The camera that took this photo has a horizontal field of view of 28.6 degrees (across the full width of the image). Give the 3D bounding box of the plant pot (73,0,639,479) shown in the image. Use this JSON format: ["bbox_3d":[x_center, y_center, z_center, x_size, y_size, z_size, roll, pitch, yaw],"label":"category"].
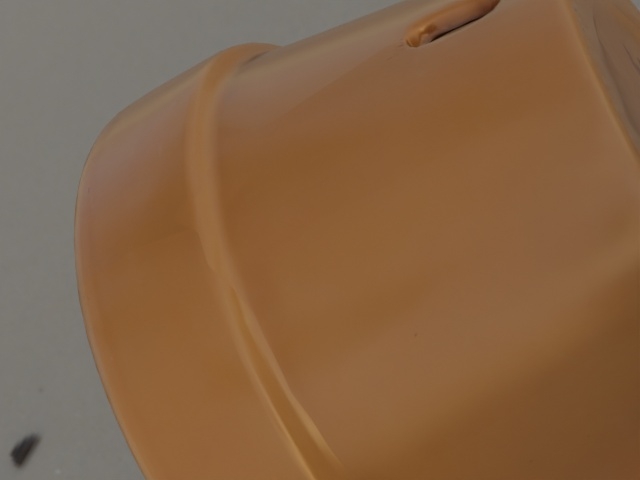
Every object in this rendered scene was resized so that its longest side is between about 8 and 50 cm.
[{"bbox_3d":[0.070,0.014,0.537,0.203,0.291,0.291,-31,41,26],"label":"plant pot"}]
